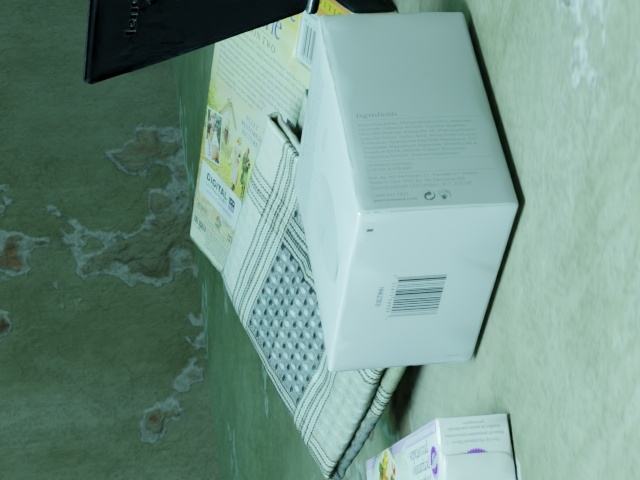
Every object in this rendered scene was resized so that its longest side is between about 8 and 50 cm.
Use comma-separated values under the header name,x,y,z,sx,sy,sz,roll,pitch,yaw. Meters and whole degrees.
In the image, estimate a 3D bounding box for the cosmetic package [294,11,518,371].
name,x,y,z,sx,sy,sz,roll,pitch,yaw
cosmetic package,0.066,-0.042,1.421,0.224,0.138,0.225,100,163,-51

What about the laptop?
name,x,y,z,sx,sy,sz,roll,pitch,yaw
laptop,-0.091,-0.409,1.531,0.408,0.236,0.382,-97,14,-46

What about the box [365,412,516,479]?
name,x,y,z,sx,sy,sz,roll,pitch,yaw
box,0.103,0.212,1.495,0.324,0.067,0.063,126,140,-73

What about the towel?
name,x,y,z,sx,sy,sz,roll,pitch,yaw
towel,-0.006,0.046,1.721,0.312,0.056,0.324,62,144,34

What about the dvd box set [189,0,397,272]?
name,x,y,z,sx,sy,sz,roll,pitch,yaw
dvd box set,-0.043,-0.122,1.875,0.307,0.062,0.420,44,133,49
